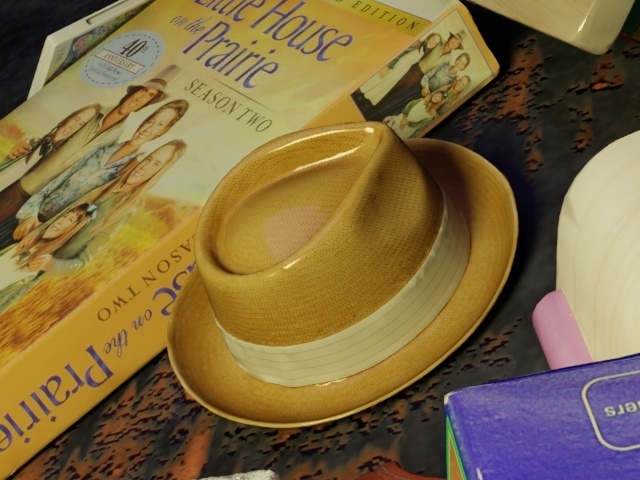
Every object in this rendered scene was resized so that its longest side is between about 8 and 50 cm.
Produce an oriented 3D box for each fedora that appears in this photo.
[{"bbox_3d":[0.000,0.000,0.845,0.194,0.079,0.194,-16,43,15],"label":"fedora"}]

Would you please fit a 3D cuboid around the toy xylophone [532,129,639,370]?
[{"bbox_3d":[0.229,0.005,0.571,0.322,0.081,0.236,-13,31,9],"label":"toy xylophone"}]

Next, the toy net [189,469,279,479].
[{"bbox_3d":[-0.082,0.153,0.638,0.122,0.045,0.232,-51,-6,-42],"label":"toy net"}]

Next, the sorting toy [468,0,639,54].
[{"bbox_3d":[0.153,-0.238,0.927,0.257,0.089,0.255,38,105,57],"label":"sorting toy"}]

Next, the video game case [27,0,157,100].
[{"bbox_3d":[-0.153,-0.140,1.211,0.122,0.011,0.087,-33,-14,-34],"label":"video game case"}]

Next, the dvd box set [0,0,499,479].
[{"bbox_3d":[-0.131,-0.029,1.057,0.420,0.062,0.307,-39,30,-10],"label":"dvd box set"}]

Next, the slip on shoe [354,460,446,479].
[{"bbox_3d":[0.095,0.134,0.550,0.101,0.123,0.331,-44,26,-26],"label":"slip on shoe"}]

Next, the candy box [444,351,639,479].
[{"bbox_3d":[0.182,0.152,0.296,0.268,0.122,0.317,-10,42,-2],"label":"candy box"}]
